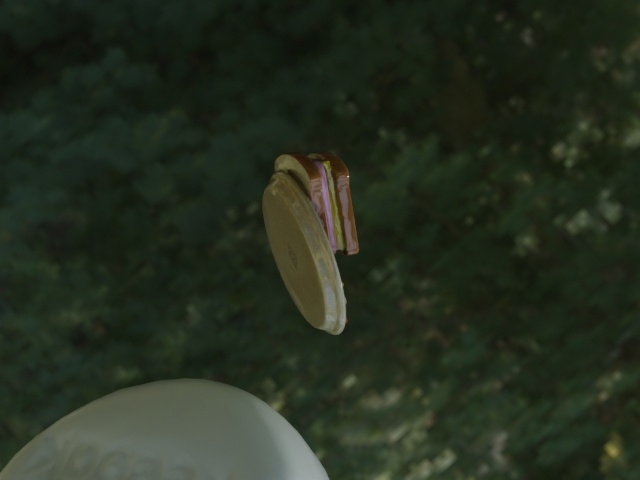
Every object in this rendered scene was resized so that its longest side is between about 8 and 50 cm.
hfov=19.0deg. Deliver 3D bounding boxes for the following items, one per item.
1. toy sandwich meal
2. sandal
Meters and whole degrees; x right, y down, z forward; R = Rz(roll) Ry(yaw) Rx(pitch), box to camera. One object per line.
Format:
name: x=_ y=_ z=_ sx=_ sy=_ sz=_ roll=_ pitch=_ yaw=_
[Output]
toy sandwich meal: x=0.000 y=0.000 z=0.847 sx=0.029 sy=0.085 sz=0.085 roll=-21 pitch=165 yaw=-15
sandal: x=-0.022 y=0.240 z=0.506 sx=0.169 sy=0.416 sz=0.102 roll=-10 pitch=154 yaw=24
